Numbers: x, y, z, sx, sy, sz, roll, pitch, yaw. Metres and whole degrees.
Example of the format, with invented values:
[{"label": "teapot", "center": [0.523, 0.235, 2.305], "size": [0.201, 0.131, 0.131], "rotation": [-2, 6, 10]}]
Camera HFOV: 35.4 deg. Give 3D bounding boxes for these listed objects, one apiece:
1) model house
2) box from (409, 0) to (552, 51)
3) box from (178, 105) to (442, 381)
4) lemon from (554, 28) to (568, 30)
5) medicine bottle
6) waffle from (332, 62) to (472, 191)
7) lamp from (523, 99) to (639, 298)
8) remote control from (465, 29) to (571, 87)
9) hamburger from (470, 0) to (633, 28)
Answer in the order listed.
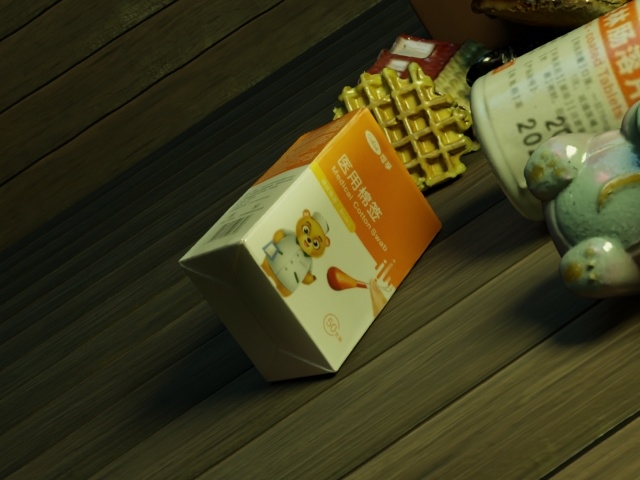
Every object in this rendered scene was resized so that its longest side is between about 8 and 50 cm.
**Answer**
[{"label": "model house", "center": [0.224, -0.248, 1.773], "size": [0.254, 0.160, 0.196], "rotation": [15, 44, 28]}, {"label": "box", "center": [0.373, -0.552, 2.163], "size": [0.229, 0.239, 0.339], "rotation": [-20, 22, 40]}, {"label": "box", "center": [0.000, 0.000, 1.393], "size": [0.143, 0.225, 0.341], "rotation": [-16, 26, 46]}, {"label": "lemon", "center": [0.469, -0.518, 1.880], "size": [0.245, 0.245, 0.320], "rotation": [-36, 39, -7]}, {"label": "medicine bottle", "center": [0.389, -0.182, 1.229], "size": [0.371, 0.211, 0.211], "rotation": [-25, 20, 26]}, {"label": "waffle", "center": [0.141, -0.185, 1.651], "size": [0.219, 0.229, 0.057], "rotation": [-23, -8, 22]}, {"label": "lamp", "center": [0.388, -0.063, 0.994], "size": [0.247, 0.247, 0.301], "rotation": [3, -25, -42]}, {"label": "remote control", "center": [0.354, -0.295, 1.693], "size": [0.266, 0.066, 0.090], "rotation": [-20, -35, -35]}, {"label": "hamburger", "center": [0.390, -0.417, 1.610], "size": [0.284, 0.174, 0.304], "rotation": [3, 1, 20]}]
